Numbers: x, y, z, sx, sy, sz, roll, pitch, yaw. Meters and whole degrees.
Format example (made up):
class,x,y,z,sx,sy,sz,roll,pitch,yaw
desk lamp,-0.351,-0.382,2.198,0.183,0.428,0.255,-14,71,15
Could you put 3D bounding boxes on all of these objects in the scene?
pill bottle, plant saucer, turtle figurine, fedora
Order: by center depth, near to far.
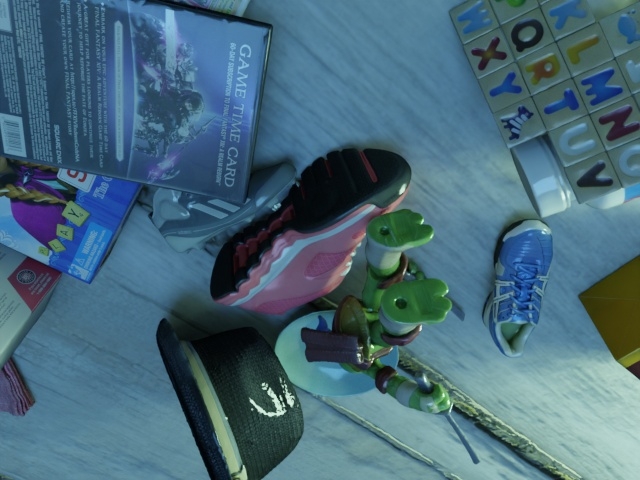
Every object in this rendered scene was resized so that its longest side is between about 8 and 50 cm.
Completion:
class,x,y,z,sx,sy,sz,roll,pitch,yaw
pill bottle,0.328,-0.107,0.532,0.221,0.124,0.124,-23,120,19
turtle figurine,0.123,0.098,0.619,0.274,0.198,0.266,23,148,14
fedora,-0.125,0.248,0.762,0.152,0.334,0.334,-22,127,-23
plant saucer,0.025,0.171,0.793,0.195,0.037,0.195,2,125,3

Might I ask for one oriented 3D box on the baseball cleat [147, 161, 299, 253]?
class,x,y,z,sx,sy,sz,roll,pitch,yaw
baseball cleat,-0.132,-0.058,0.625,0.206,0.072,0.109,-31,111,18

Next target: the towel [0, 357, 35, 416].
class,x,y,z,sx,sy,sz,roll,pitch,yaw
towel,-0.696,0.217,0.868,0.329,0.037,0.237,0,124,4

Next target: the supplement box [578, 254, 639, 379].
class,x,y,z,sx,sy,sz,roll,pitch,yaw
supplement box,0.506,0.109,0.666,0.194,0.129,0.191,35,119,-19

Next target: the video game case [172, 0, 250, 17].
class,x,y,z,sx,sy,sz,roll,pitch,yaw
video game case,-0.147,-0.259,0.504,0.143,0.019,0.157,29,110,-16

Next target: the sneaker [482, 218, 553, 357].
class,x,y,z,sx,sy,sz,roll,pitch,yaw
sneaker,0.276,0.068,0.681,0.080,0.081,0.211,0,123,6

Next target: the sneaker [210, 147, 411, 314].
class,x,y,z,sx,sy,sz,roll,pitch,yaw
sneaker,0.000,0.000,0.654,0.314,0.116,0.136,-35,132,26

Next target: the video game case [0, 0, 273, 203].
class,x,y,z,sx,sy,sz,roll,pitch,yaw
video game case,-0.199,-0.151,0.516,0.274,0.026,0.196,10,123,-6

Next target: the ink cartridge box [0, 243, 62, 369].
class,x,y,z,sx,sy,sz,roll,pitch,yaw
ink cartridge box,-0.513,0.069,0.672,0.237,0.172,0.100,30,121,-16

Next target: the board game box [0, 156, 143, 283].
class,x,y,z,sx,sy,sz,roll,pitch,yaw
board game box,-0.357,-0.137,0.585,0.318,0.066,0.319,29,120,-16

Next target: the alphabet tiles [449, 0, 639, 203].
class,x,y,z,sx,sy,sz,roll,pitch,yaw
alphabet tiles,0.262,-0.166,0.482,0.198,0.009,0.237,-23,84,18
